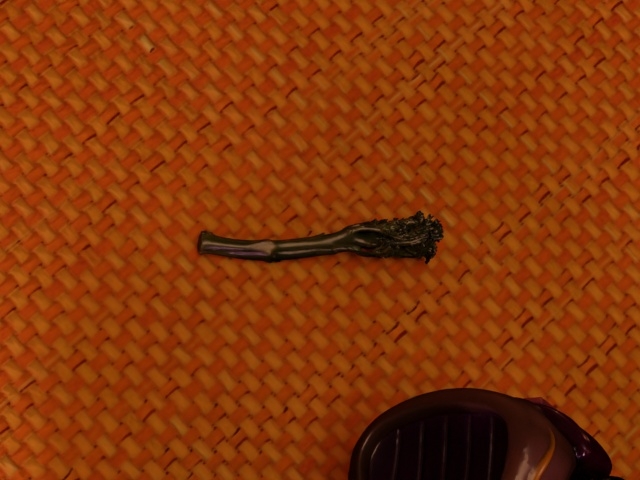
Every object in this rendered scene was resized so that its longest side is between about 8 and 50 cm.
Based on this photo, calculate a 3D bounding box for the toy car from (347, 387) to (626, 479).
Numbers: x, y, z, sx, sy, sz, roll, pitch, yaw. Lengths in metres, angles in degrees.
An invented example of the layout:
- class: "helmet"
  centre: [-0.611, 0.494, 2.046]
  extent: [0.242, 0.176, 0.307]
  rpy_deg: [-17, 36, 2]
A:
- class: "toy car"
  centre: [0.097, 0.265, 1.393]
  extent: [0.240, 0.271, 0.340]
  rpy_deg: [40, 53, -41]

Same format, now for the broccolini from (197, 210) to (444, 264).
- class: "broccolini"
  centre: [0.000, 0.000, 1.610]
  extent: [0.239, 0.051, 0.054]
  rpy_deg: [-2, 81, -8]
